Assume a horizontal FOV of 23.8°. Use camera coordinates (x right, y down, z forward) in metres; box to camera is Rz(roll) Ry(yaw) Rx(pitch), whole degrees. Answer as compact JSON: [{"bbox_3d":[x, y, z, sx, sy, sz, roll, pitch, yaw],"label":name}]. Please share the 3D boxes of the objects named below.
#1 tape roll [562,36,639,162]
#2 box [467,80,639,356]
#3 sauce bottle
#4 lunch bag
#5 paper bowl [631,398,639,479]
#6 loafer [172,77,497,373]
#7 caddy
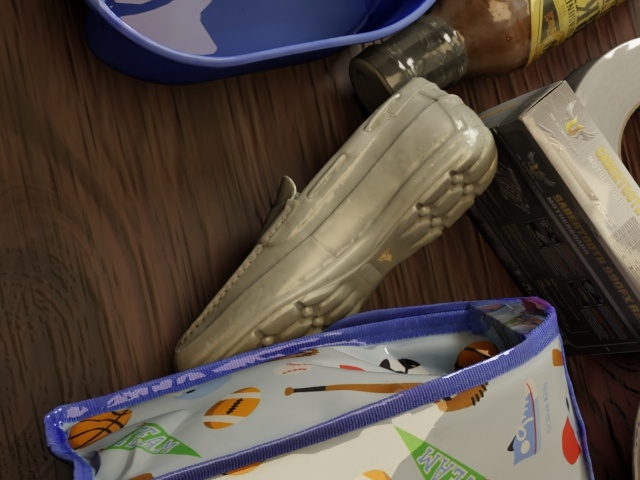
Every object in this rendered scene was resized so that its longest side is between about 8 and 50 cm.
[{"bbox_3d":[0.305,-0.072,1.375,0.219,0.072,0.219,2,83,-16],"label":"tape roll"},{"bbox_3d":[0.207,-0.011,1.279,0.056,0.183,0.231,-38,97,-20],"label":"box"},{"bbox_3d":[0.178,-0.214,1.334,0.344,0.111,0.111,-35,96,-16],"label":"sauce bottle"},{"bbox_3d":[0.024,0.239,1.125,0.385,0.239,0.328,-17,107,-14],"label":"lunch bag"},{"bbox_3d":[0.413,0.168,1.305,0.284,0.148,0.284,-8,103,-36],"label":"paper bowl"},{"bbox_3d":[0.000,0.000,1.227,0.319,0.112,0.111,-42,61,-2],"label":"loafer"},{"bbox_3d":[-0.053,-0.258,1.213,0.341,0.179,0.241,-14,89,-22],"label":"caddy"}]
